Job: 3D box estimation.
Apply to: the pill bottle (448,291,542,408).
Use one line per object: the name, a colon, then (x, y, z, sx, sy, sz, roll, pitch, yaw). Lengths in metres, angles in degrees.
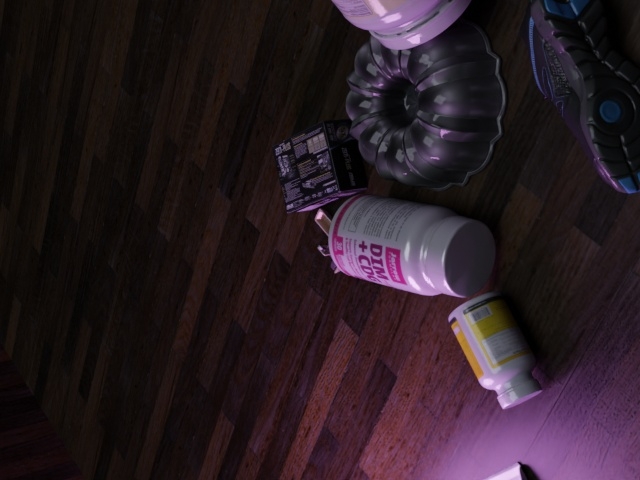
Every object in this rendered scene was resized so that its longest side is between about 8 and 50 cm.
pill bottle: (0.300, 0.188, 1.693, 0.103, 0.103, 0.184, -45, 64, 45)

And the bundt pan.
bundt pan: (0.163, -0.244, 1.759, 0.331, 0.124, 0.330, 14, 109, 49)

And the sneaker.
sneaker: (0.407, -0.226, 1.502, 0.139, 0.125, 0.340, 128, 123, -75)

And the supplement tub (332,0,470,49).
supplement tub: (0.084, -0.486, 1.584, 0.235, 0.325, 0.235, -27, 40, 25)

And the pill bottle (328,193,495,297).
pill bottle: (0.161, 0.010, 1.779, 0.283, 0.160, 0.160, 12, 107, 49)

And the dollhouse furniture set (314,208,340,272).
dollhouse furniture set: (0.000, 0.000, 2.034, 0.114, 0.081, 0.091, 50, 132, 32)

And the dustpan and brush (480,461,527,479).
dustpan and brush: (0.333, 0.516, 1.751, 0.147, 0.060, 0.211, -44, 64, 45)

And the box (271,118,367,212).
box: (-0.004, -0.148, 2.012, 0.180, 0.078, 0.147, -21, 81, 50)
